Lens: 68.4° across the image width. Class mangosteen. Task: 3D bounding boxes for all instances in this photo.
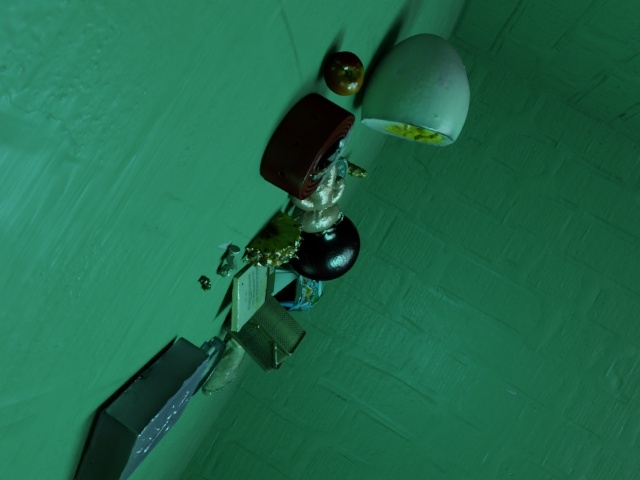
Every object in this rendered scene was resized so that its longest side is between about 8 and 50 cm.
[{"bbox_3d":[0.012,0.007,1.791,0.297,0.297,0.313,-56,177,-25],"label":"mangosteen"}]

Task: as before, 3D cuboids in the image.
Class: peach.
[{"bbox_3d":[0.053,-0.379,1.077,0.100,0.101,0.100,-58,175,-9],"label":"peach"}]

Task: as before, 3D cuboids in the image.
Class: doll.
[{"bbox_3d":[-0.019,-0.167,1.538,0.201,0.156,0.303,-13,131,-20],"label":"doll"}]

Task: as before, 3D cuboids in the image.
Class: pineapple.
[{"bbox_3d":[-0.119,0.009,1.419,0.233,0.135,0.079,-52,171,-40],"label":"pineapple"}]

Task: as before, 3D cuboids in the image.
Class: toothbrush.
[{"bbox_3d":[-0.446,0.455,1.401,0.418,0.040,0.042,-53,174,-48],"label":"toothbrush"}]

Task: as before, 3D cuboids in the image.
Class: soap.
[{"bbox_3d":[-0.421,0.420,1.128,0.285,0.107,0.296,-59,174,29],"label":"soap"}]

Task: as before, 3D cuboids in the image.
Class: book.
[{"bbox_3d":[-0.215,0.149,1.564,0.289,0.026,0.201,-45,146,-62],"label":"book"}]

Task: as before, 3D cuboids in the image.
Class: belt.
[{"bbox_3d":[-0.016,-0.231,1.140,0.227,0.115,0.324,-62,174,35],"label":"belt"}]

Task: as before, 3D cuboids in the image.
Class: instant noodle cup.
[{"bbox_3d":[-0.129,0.199,1.984,0.240,0.240,0.178,-60,165,9],"label":"instant noodle cup"}]

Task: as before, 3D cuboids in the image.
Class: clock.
[{"bbox_3d":[-0.408,0.444,1.646,0.226,0.049,0.226,-58,176,-7],"label":"clock"}]

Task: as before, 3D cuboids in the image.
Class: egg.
[{"bbox_3d":[0.334,-0.524,1.592,0.354,0.355,0.339,-24,128,-81],"label":"egg"}]

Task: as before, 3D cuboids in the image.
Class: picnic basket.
[{"bbox_3d":[-0.198,0.319,1.694,0.139,0.266,0.165,-43,-179,29],"label":"picnic basket"}]

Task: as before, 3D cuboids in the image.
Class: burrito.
[{"bbox_3d":[-0.366,0.475,1.950,0.347,0.107,0.175,-63,160,18],"label":"burrito"}]

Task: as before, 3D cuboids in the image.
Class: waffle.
[{"bbox_3d":[0.130,-0.325,2.115,0.192,0.161,0.046,-119,-131,-63],"label":"waffle"}]

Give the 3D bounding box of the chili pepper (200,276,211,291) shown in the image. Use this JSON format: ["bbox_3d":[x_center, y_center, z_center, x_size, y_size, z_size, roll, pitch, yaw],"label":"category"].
[{"bbox_3d":[-0.276,0.103,1.134,0.083,0.022,0.027,106,-17,-68],"label":"chili pepper"}]

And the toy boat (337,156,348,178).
[{"bbox_3d":[0.054,-0.245,1.881,0.260,0.078,0.085,117,-8,-56],"label":"toy boat"}]

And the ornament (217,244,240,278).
[{"bbox_3d":[-0.227,0.055,1.193,0.068,0.041,0.092,-152,-99,-73],"label":"ornament"}]
